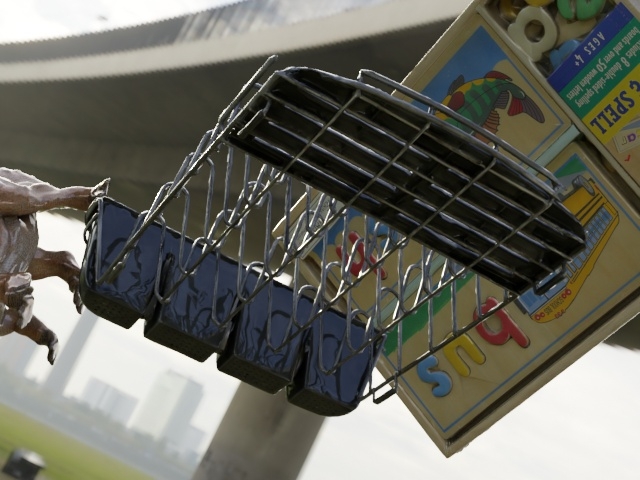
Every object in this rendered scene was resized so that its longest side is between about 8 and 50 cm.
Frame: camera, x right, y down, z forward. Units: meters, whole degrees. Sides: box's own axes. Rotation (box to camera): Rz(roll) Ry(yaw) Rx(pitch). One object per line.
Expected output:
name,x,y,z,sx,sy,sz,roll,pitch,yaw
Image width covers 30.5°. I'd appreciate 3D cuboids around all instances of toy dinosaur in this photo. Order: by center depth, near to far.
toy dinosaur,-0.290,0.008,0.927,0.200,0.295,0.127,16,-49,4

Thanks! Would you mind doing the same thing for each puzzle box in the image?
puzzle box,0.155,-0.026,0.972,0.272,0.052,0.409,51,-52,12

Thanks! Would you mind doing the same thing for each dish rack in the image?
dish rack,0.000,0.000,0.642,0.208,0.074,0.271,26,-40,-20
